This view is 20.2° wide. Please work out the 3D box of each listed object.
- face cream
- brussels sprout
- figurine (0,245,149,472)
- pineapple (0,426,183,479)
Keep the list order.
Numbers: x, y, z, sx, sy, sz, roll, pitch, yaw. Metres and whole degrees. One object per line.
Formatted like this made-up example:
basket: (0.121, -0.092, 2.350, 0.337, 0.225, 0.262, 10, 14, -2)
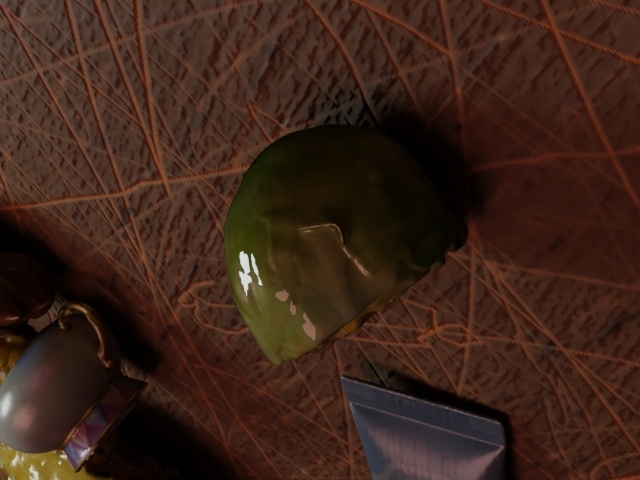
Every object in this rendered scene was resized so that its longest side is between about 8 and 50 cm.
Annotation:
face cream: (0.107, 0.259, 1.428, 0.136, 0.086, 0.385, 14, 136, 30)
brussels sprout: (0.000, -0.005, 1.091, 0.151, 0.149, 0.122, -38, 88, 23)
figurine: (-0.280, 0.081, 1.570, 0.263, 0.142, 0.189, 40, 121, 0)
pineapple: (-0.250, 0.226, 1.774, 0.344, 0.209, 0.286, -26, 87, 35)
